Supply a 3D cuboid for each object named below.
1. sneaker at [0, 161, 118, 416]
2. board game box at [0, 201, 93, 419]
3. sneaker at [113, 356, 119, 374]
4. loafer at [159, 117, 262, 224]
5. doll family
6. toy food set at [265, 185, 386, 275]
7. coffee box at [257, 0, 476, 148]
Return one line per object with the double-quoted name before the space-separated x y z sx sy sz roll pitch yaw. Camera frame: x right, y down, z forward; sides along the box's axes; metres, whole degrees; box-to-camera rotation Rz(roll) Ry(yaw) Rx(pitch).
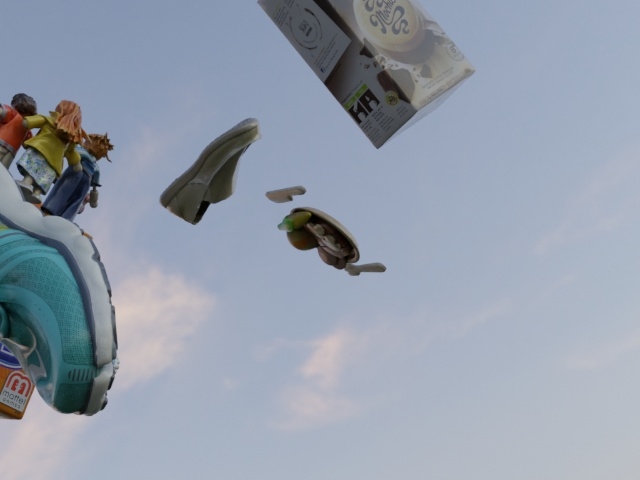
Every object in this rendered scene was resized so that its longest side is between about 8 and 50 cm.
"sneaker" -0.222 0.026 0.598 0.110 0.275 0.107 -10 -57 -45
"board game box" -0.691 0.074 1.636 0.357 0.356 0.356 -5 -32 36
"sneaker" -0.363 0.148 1.400 0.063 0.162 0.073 -54 -40 -11
"loafer" -0.187 -0.124 1.740 0.268 0.092 0.102 -40 4 34
"doll family" -0.365 -0.103 1.351 0.118 0.163 0.263 9 -29 22
"toy food set" 0.000 0.000 1.393 0.038 0.192 0.132 -54 19 -20
"coffee box" 0.069 -0.312 1.442 0.168 0.297 0.119 -38 -3 -38
